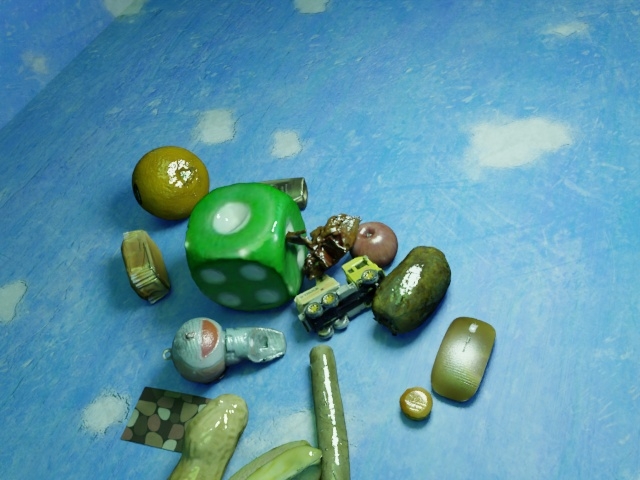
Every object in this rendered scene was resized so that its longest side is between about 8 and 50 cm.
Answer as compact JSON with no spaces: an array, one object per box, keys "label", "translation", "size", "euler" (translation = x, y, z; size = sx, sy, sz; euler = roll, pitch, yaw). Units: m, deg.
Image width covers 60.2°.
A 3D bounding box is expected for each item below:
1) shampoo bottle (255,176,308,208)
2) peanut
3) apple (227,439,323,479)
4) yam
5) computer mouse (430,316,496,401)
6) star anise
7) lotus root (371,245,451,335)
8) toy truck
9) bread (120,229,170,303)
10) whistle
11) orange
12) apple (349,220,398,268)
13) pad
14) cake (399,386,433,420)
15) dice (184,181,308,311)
[{"label":"shampoo bottle","translation":[-0.222,-0.149,1.932],"size":[0.351,0.084,0.125],"euler":[-5,53,11]},{"label":"peanut","translation":[-0.287,0.522,1.362],"size":[0.148,0.147,0.318],"euler":[14,57,24]},{"label":"apple","translation":[-0.111,0.571,1.296],"size":[0.265,0.119,0.193],"euler":[-28,9,-11]},{"label":"yam","translation":[0.023,0.439,1.397],"size":[0.083,0.083,0.371],"euler":[-11,48,6]},{"label":"computer mouse","translation":[0.373,0.300,1.438],"size":[0.126,0.056,0.245],"euler":[17,56,25]},{"label":"star anise","translation":[0.007,0.008,1.586],"size":[0.148,0.346,0.237],"euler":[45,103,13]},{"label":"lotus root","translation":[0.261,0.133,1.534],"size":[0.152,0.160,0.274],"euler":[17,57,38]},{"label":"toy truck","translation":[0.053,0.154,1.596],"size":[0.272,0.124,0.157],"euler":[-30,40,-7]},{"label":"bread","translation":[-0.576,0.082,1.800],"size":[0.107,0.136,0.241],"euler":[-27,50,-5]},{"label":"whistle","translation":[-0.269,0.294,1.540],"size":[0.348,0.189,0.189],"euler":[-6,50,-4]},{"label":"orange","translation":[-0.518,-0.200,1.925],"size":[0.275,0.274,0.274],"euler":[-7,50,9]},{"label":"apple","translation":[0.159,0.011,1.681],"size":[0.154,0.120,0.153],"euler":[-8,51,10]},{"label":"pad","translation":[-0.417,0.491,1.514],"size":[0.235,0.003,0.158],"euler":[5,53,18]},{"label":"cake","translation":[0.241,0.410,1.387],"size":[0.084,0.044,0.084],"euler":[-7,53,9]},{"label":"dice","translation":[-0.211,0.022,1.643],"size":[0.298,0.300,0.286],"euler":[-5,51,12]}]
